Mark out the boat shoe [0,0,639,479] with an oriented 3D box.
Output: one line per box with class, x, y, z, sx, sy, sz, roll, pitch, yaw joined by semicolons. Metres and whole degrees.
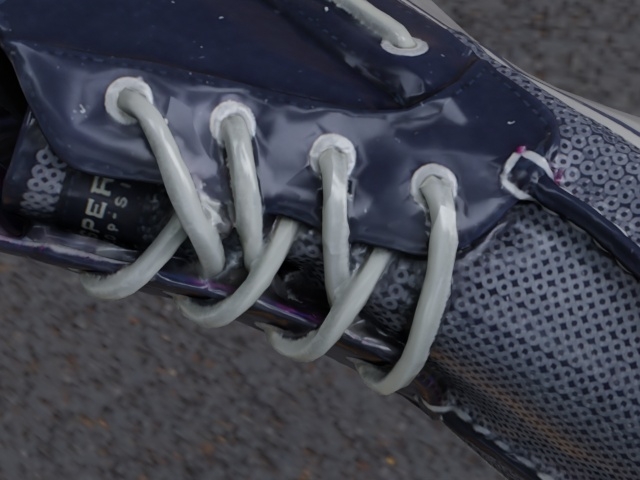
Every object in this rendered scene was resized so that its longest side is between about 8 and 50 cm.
boat shoe;0.000;0.000;0.542;0.158;0.340;0.127;-15;133;-42
